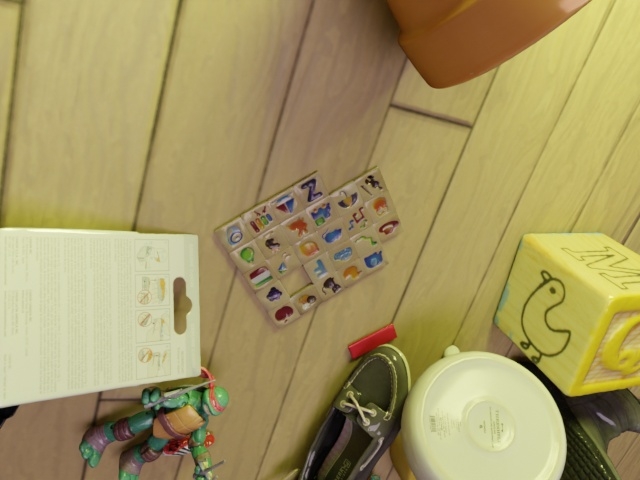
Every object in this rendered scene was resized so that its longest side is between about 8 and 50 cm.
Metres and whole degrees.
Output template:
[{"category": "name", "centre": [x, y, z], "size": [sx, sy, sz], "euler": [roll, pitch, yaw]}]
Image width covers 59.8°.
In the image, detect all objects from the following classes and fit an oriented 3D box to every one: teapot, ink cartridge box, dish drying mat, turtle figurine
[{"category": "teapot", "centre": [0.234, 0.309, 0.856], "size": [0.256, 0.252, 0.187], "euler": [-39, 159, -23]}, {"category": "ink cartridge box", "centre": [-0.261, 0.083, 0.659], "size": [0.232, 0.066, 0.189], "euler": [2, 85, -44]}, {"category": "dish drying mat", "centre": [0.086, 0.166, 0.915], "size": [0.083, 0.008, 0.032], "euler": [-25, 124, -7]}, {"category": "turtle figurine", "centre": [-0.207, 0.263, 0.783], "size": [0.234, 0.118, 0.175], "euler": [-28, 107, 14]}]

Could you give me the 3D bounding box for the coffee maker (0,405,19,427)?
[{"category": "coffee maker", "centre": [-0.409, 0.125, 0.609], "size": [0.171, 0.120, 0.178], "euler": [-53, 142, -23]}]

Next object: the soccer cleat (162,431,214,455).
[{"category": "soccer cleat", "centre": [-0.207, 0.319, 0.869], "size": [0.083, 0.029, 0.036], "euler": [-4, 146, -32]}]

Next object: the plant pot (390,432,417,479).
[{"category": "plant pot", "centre": [0.290, 0.429, 1.007], "size": [0.254, 0.239, 0.254], "euler": [-10, 120, -18]}]

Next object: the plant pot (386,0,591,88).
[{"category": "plant pot", "centre": [0.153, -0.321, 0.530], "size": [0.203, 0.291, 0.291], "euler": [43, 96, -17]}]

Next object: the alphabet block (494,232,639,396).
[{"category": "alphabet block", "centre": [0.440, 0.112, 0.918], "size": [0.193, 0.197, 0.192], "euler": [-3, 118, -21]}]

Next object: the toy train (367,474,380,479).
[{"category": "toy train", "centre": [0.079, 0.425, 1.038], "size": [0.125, 0.046, 0.166], "euler": [-6, 113, -46]}]

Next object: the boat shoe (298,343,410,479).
[{"category": "boat shoe", "centre": [0.050, 0.326, 0.911], "size": [0.095, 0.112, 0.335], "euler": [-8, 124, -53]}]

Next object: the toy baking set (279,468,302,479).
[{"category": "toy baking set", "centre": [-0.099, 0.505, 1.017], "size": [0.196, 0.030, 0.256], "euler": [-15, 128, -21]}]

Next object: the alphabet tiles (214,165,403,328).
[{"category": "alphabet tiles", "centre": [0.000, 0.000, 0.788], "size": [0.237, 0.009, 0.198], "euler": [-31, 124, -5]}]

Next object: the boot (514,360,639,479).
[{"category": "boot", "centre": [0.504, 0.341, 0.989], "size": [0.222, 0.338, 0.118], "euler": [2, 133, -19]}]
